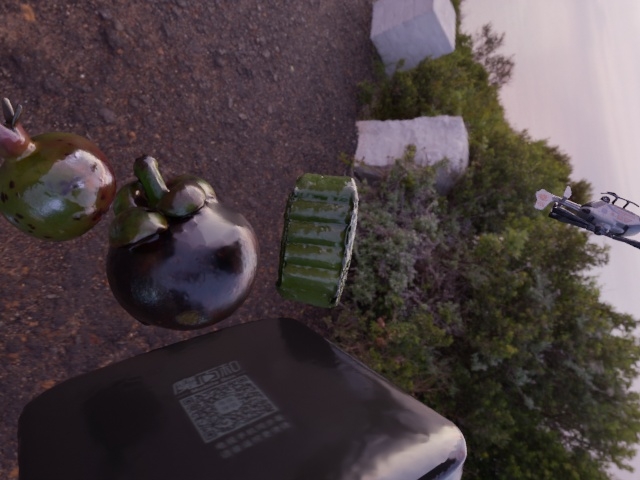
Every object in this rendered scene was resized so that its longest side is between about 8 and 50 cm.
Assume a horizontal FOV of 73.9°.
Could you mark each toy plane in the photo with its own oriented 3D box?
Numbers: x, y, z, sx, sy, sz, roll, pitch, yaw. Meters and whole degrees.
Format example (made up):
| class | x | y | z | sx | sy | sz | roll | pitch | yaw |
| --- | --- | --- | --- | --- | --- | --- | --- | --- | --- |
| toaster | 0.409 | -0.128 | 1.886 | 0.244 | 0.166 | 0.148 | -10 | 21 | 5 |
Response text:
| class | x | y | z | sx | sy | sz | roll | pitch | yaw |
| --- | --- | --- | --- | --- | --- | --- | --- | --- | --- |
| toy plane | 0.476 | -0.047 | 0.744 | 0.078 | 0.197 | 0.053 | -56 | 164 | -30 |

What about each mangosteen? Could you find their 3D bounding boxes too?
| class | x | y | z | sx | sy | sz | roll | pitch | yaw |
| --- | --- | --- | --- | --- | --- | --- | --- | --- | --- |
| mangosteen | -0.266 | 0.024 | 0.829 | 0.311 | 0.312 | 0.310 | 16 | 69 | -50 |

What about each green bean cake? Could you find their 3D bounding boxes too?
| class | x | y | z | sx | sy | sz | roll | pitch | yaw |
| --- | --- | --- | --- | --- | --- | --- | --- | --- | --- |
| green bean cake | 0.000 | 0.000 | 0.719 | 0.200 | 0.113 | 0.214 | 29 | 70 | -86 |

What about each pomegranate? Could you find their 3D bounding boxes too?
| class | x | y | z | sx | sy | sz | roll | pitch | yaw |
| --- | --- | --- | --- | --- | --- | --- | --- | --- | --- |
| pomegranate | -0.309 | -0.078 | 0.480 | 0.129 | 0.130 | 0.159 | -48 | 122 | -46 |

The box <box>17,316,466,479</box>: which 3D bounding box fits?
| class | x | y | z | sx | sy | sz | roll | pitch | yaw |
| --- | --- | --- | --- | --- | --- | --- | --- | --- | --- |
| box | -0.074 | 0.166 | 0.356 | 0.290 | 0.289 | 0.073 | -13 | 109 | -33 |
